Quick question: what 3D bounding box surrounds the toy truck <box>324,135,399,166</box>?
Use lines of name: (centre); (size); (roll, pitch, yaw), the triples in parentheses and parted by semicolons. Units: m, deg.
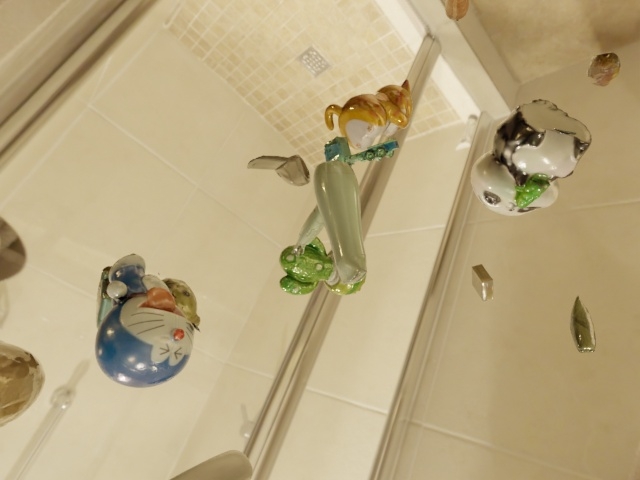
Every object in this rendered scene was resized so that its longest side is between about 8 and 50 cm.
toy truck: (0.093, -0.217, 0.937); (0.175, 0.067, 0.081); (-12, 96, 32)

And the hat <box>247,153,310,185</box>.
hat: (-0.116, -0.194, 1.118); (0.176, 0.084, 0.147); (-1, -164, 4)

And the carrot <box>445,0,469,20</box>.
carrot: (0.385, -0.691, 1.131); (0.072, 0.072, 0.205); (17, -163, 16)

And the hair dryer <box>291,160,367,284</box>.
hair dryer: (0.000, 0.000, 0.710); (0.076, 0.206, 0.237); (3, 157, -27)

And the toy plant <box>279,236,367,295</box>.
toy plant: (0.000, 0.090, 1.422); (0.316, 0.223, 0.185); (10, 178, -35)

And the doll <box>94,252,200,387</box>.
doll: (-0.321, 0.145, 0.745); (0.256, 0.161, 0.215); (58, 180, 40)

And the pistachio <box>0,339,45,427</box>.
pistachio: (-0.478, 0.203, 0.578); (0.136, 0.135, 0.226); (30, 159, -13)

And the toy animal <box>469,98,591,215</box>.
toy animal: (0.482, -0.174, 0.948); (0.213, 0.212, 0.266); (21, 129, 7)

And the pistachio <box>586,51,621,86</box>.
pistachio: (0.825, -0.504, 1.185); (0.049, 0.089, 0.173); (-27, 170, 15)

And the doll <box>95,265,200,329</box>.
doll: (-0.473, 0.181, 1.112); (0.261, 0.161, 0.177); (9, -157, -33)

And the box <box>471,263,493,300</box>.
box: (0.488, 0.128, 1.204); (0.035, 0.079, 0.083); (-15, 125, 3)

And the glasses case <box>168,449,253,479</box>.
glasses case: (-0.254, 0.536, 0.867); (0.234, 0.059, 0.092); (-5, -143, -48)

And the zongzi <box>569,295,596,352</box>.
zongzi: (0.657, 0.213, 1.001); (0.052, 0.104, 0.113); (-9, 126, 27)

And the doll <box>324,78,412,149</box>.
doll: (0.171, -0.380, 1.216); (0.162, 0.270, 0.167); (62, 146, 7)
